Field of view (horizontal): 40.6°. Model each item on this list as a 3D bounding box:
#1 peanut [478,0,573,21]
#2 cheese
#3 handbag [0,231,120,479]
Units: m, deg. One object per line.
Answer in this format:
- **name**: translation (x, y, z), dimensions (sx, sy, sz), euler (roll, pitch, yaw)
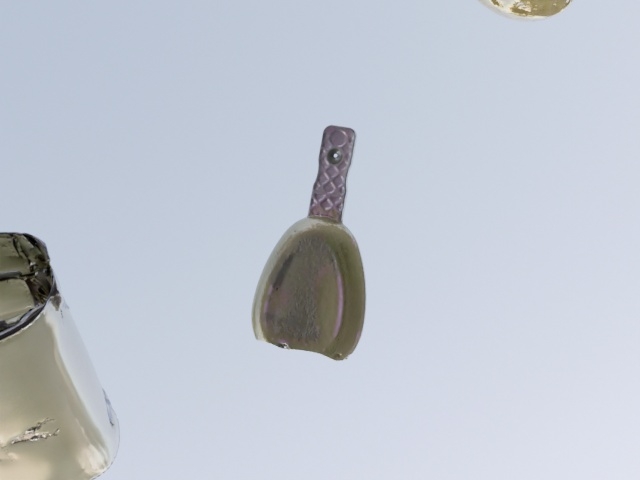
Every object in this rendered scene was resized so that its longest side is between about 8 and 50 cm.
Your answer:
- **peanut**: translation (0.175, -0.374, 0.987), dimensions (0.305, 0.147, 0.147), euler (36, -95, -4)
- **cheese**: translation (0.000, 0.000, 0.716), dimensions (0.037, 0.097, 0.192), euler (9, -89, -75)
- **handbag**: translation (-0.359, 0.157, 0.915), dimensions (0.236, 0.160, 0.359), euler (-15, -34, -11)
